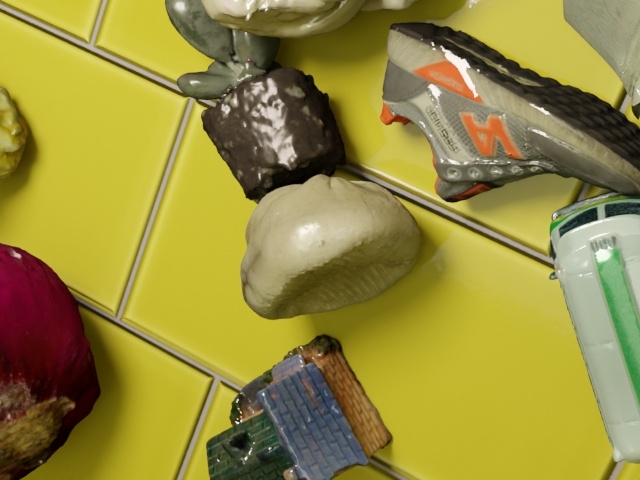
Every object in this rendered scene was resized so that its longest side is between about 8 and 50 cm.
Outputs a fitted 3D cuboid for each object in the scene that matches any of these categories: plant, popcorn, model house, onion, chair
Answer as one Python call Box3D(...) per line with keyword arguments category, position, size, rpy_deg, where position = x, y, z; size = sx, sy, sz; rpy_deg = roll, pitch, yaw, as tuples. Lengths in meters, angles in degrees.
Box3D(category="plant", position=(-0.083, -0.183, 1.193), size=(0.149, 0.146, 0.274), rpy_deg=(-30, 83, 11))
Box3D(category="popcorn", position=(-0.485, -0.146, 1.326), size=(0.173, 0.195, 0.168), rpy_deg=(-15, 100, 28))
Box3D(category="model house", position=(-0.044, 0.237, 1.222), size=(0.183, 0.172, 0.166), rpy_deg=(-32, 87, 23))
Box3D(category="onion", position=(-0.518, 0.121, 1.319), size=(0.398, 0.398, 0.420), rpy_deg=(-45, 59, 21))
Box3D(category="chair", position=(0.384, -0.180, 0.984), size=(0.186, 0.160, 0.319), rpy_deg=(-8, 53, -9))

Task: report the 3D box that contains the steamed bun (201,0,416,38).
Box3D(category="steamed bun", position=(-0.001, -0.366, 1.098), size=(0.320, 0.206, 0.275), rpy_deg=(-22, 100, -3))

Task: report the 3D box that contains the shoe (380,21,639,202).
Box3D(category="shoe", position=(0.192, -0.102, 1.094), size=(0.336, 0.132, 0.171), rpy_deg=(33, 118, 24))

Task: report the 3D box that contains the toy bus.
Box3D(category="toy bus", position=(0.333, 0.088, 1.052), size=(0.133, 0.165, 0.276), rpy_deg=(-18, 92, 22))

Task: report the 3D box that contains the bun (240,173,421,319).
Box3D(category="bun", position=(0.000, 0.000, 1.152), size=(0.231, 0.231, 0.133), rpy_deg=(-32, 69, 23))
